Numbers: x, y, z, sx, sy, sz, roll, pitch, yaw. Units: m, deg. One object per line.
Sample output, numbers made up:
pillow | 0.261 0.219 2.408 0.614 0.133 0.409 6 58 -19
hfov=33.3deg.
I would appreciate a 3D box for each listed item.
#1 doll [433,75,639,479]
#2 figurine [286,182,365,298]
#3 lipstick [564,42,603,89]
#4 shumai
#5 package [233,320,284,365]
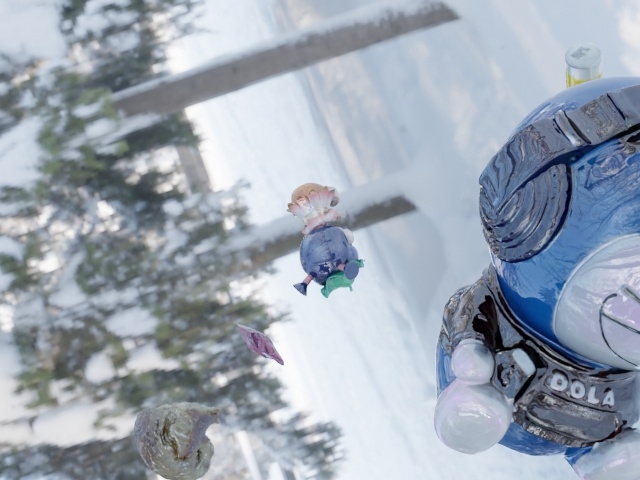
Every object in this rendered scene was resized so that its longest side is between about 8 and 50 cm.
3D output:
doll | 0.224 0.020 0.834 0.310 0.284 0.240 -61 33 33
figurine | 0.000 0.000 1.700 0.102 0.111 0.195 17 -135 -55
lipstick | 0.424 -0.202 1.716 0.264 0.059 0.059 71 176 -52
shumai | -0.233 0.315 1.724 0.123 0.139 0.105 -76 6 -47
package | -0.088 0.146 1.539 0.059 0.029 0.083 22 158 49
